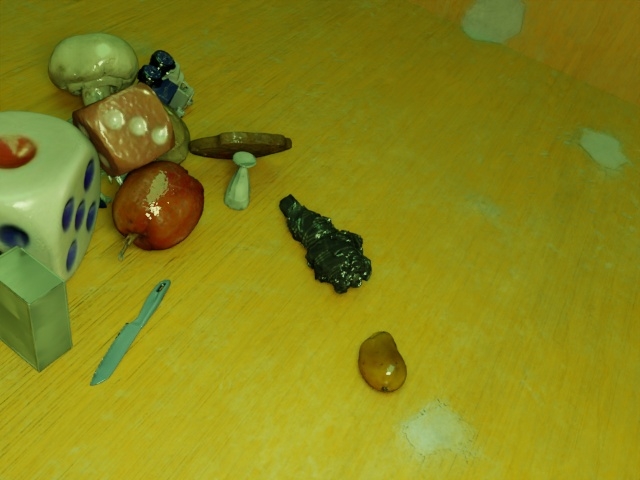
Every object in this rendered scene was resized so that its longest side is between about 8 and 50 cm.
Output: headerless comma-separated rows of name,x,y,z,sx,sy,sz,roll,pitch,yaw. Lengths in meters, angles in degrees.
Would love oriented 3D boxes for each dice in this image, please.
dice,-0.654,-0.077,1.346,0.277,0.304,0.304,9,45,-7
dice,-0.460,-0.256,1.453,0.174,0.179,0.175,-35,25,-28

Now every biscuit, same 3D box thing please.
biscuit,-0.219,-0.257,1.719,0.257,0.049,0.273,-4,2,39

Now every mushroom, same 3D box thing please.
mushroom,-0.661,-0.482,1.829,0.254,0.234,0.260,-9,4,-44

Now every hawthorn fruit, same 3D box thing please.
hawthorn fruit,-0.405,-0.064,1.490,0.211,0.211,0.299,25,55,8

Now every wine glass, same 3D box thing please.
wine glass,-0.215,-0.162,1.671,0.073,0.155,0.073,10,41,-9

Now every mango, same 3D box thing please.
mango,0.137,0.278,1.406,0.105,0.084,0.159,-7,27,-2

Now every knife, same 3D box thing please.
knife,-0.413,0.193,1.363,0.044,0.019,0.313,15,44,8

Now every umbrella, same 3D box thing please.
umbrella,-0.005,0.011,1.604,0.336,0.154,0.128,33,5,39

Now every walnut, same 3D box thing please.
walnut,-0.464,-0.292,1.695,0.245,0.198,0.198,38,48,9

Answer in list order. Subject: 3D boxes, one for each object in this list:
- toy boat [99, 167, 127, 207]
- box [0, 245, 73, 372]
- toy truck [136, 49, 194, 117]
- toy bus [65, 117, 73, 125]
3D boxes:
toy boat,-0.523,-0.212,1.561,0.291,0.220,0.067,-27,23,-6
box,-0.571,0.136,1.219,0.129,0.225,0.086,33,46,15
toy truck,-0.479,-0.453,1.896,0.177,0.161,0.213,32,42,-14
toy bus,-0.681,-0.236,1.635,0.120,0.121,0.265,25,45,20
